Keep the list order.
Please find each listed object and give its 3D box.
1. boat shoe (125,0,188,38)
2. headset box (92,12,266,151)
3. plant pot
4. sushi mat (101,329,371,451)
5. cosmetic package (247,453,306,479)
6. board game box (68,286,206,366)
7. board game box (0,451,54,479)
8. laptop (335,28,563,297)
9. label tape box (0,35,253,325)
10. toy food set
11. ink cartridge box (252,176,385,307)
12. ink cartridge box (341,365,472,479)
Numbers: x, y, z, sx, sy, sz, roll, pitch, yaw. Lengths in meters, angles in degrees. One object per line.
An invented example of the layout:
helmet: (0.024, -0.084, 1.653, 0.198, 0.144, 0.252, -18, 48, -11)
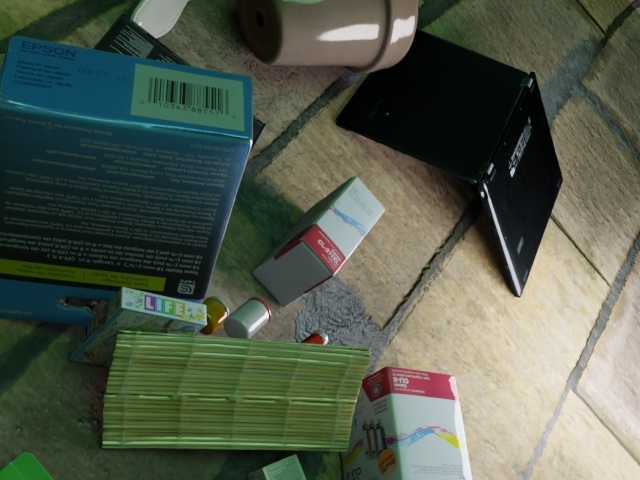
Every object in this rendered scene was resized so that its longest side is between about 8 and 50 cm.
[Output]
boat shoe: (-0.253, -0.379, 1.365, 0.065, 0.075, 0.206, 13, 50, 21)
headset box: (-0.243, -0.108, 1.145, 0.246, 0.131, 0.283, 36, 47, -17)
plant pot: (-0.006, -0.390, 1.449, 0.229, 0.263, 0.263, -20, 78, -27)
sushi mat: (-0.097, 0.184, 1.049, 0.317, 0.151, 0.019, 6, 22, -21)
cosmetic package: (-0.040, 0.335, 1.107, 0.060, 0.041, 0.115, -10, 72, -41)
board game box: (-0.214, 0.108, 1.022, 0.103, 0.154, 0.026, 16, 53, -32)
board game box: (-0.350, 0.335, 0.862, 0.124, 0.039, 0.259, 51, 48, -3)
laptop: (0.268, -0.164, 1.673, 0.382, 0.236, 0.408, -57, 133, -43)
label tape box: (-0.225, -0.042, 0.953, 0.241, 0.333, 0.106, 8, 49, -15)
toy food set: (-0.057, 0.152, 1.154, 0.232, 0.111, 0.104, 53, 43, -3)
ink cartridge box: (0.000, 0.000, 1.278, 0.072, 0.127, 0.175, 48, 45, -7)
ink cartridge box: (0.112, 0.281, 1.201, 0.127, 0.128, 0.176, 13, 56, -33)
